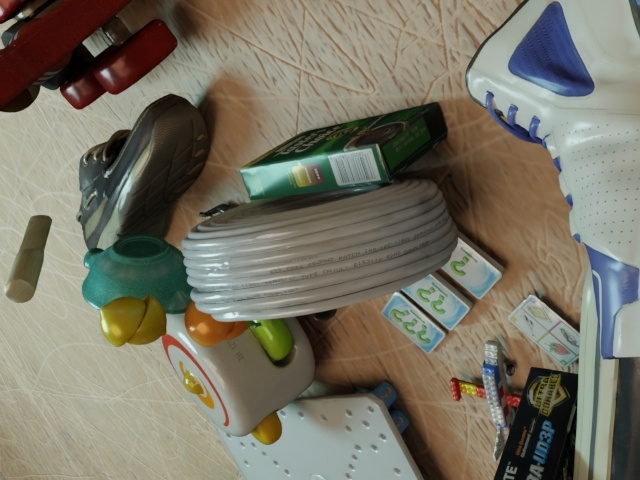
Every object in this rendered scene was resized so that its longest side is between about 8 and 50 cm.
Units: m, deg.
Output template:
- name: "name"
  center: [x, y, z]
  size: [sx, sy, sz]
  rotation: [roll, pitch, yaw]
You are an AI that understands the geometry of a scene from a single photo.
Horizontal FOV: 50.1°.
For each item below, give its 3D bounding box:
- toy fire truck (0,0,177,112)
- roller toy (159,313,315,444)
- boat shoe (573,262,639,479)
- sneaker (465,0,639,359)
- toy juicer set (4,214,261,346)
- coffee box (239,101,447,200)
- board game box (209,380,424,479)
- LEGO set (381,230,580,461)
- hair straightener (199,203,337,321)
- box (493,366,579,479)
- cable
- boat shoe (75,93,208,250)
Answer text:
- name: "toy fire truck"
  center: [-0.328, -0.200, 0.761]
  size: [0.302, 0.254, 0.169]
  rotation: [0, 133, 53]
- name: "roller toy"
  center: [-0.116, 0.152, 0.900]
  size: [0.191, 0.146, 0.209]
  rotation: [32, 144, 39]
- name: "boat shoe"
  center: [0.315, 0.216, 0.567]
  size: [0.156, 0.186, 0.500]
  rotation: [13, 120, 44]
- name: "sneaker"
  center: [0.200, -0.077, 0.477]
  size: [0.182, 0.127, 0.316]
  rotation: [-7, 77, 57]
- name: "toy juicer set"
  center: [-0.215, 0.061, 0.768]
  size: [0.328, 0.209, 0.090]
  rotation: [8, 116, 5]
- name: "coffee box"
  center: [0.018, -0.086, 0.677]
  size: [0.184, 0.113, 0.040]
  rotation: [-4, 115, 44]
- name: "board game box"
  center: [0.038, 0.388, 1.018]
  size: [0.390, 0.050, 0.390]
  rotation: [-17, 105, 46]
- name: "LEGO set"
  center: [0.176, 0.122, 0.719]
  size: [0.244, 0.060, 0.182]
  rotation: [42, 140, 11]
- name: "hair straightener"
  center: [-0.072, 0.032, 0.880]
  size: [0.230, 0.047, 0.089]
  rotation: [34, 134, 20]
- name: "box"
  center: [0.212, 0.255, 0.629]
  size: [0.051, 0.175, 0.220]
  rotation: [4, 134, 34]
- name: "cable"
  center: [0.000, 0.000, 0.645]
  size: [0.257, 0.257, 0.089]
  rotation: [-3, 103, 48]
- name: "boat shoe"
  center: [-0.265, -0.078, 0.916]
  size: [0.130, 0.132, 0.355]
  rotation: [47, 136, 6]
